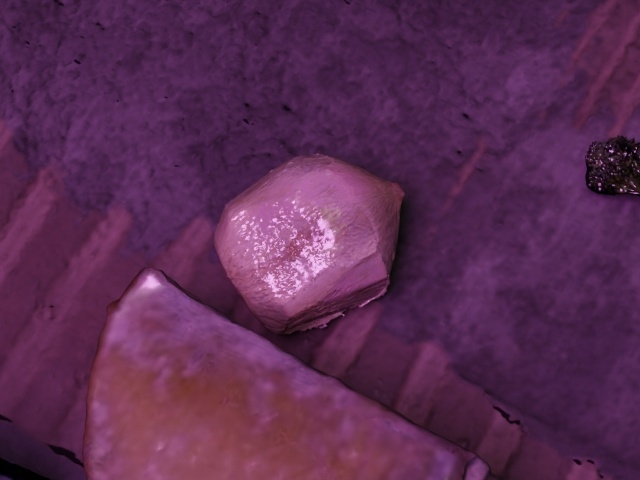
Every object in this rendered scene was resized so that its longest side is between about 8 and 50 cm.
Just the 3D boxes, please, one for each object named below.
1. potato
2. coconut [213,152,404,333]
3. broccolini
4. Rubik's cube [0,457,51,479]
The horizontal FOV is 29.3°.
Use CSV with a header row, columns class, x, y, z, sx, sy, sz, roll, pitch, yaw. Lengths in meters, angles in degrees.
class,x,y,z,sx,sy,sz,roll,pitch,yaw
potato,-0.025,0.173,0.701,0.264,0.211,0.189,28,79,26
coconut,0.000,0.000,0.785,0.124,0.110,0.110,-30,71,2
broccolini,0.273,-0.009,0.805,0.218,0.042,0.044,28,75,7
Rubik's cube,-0.281,0.188,0.705,0.184,0.187,0.182,18,74,13
